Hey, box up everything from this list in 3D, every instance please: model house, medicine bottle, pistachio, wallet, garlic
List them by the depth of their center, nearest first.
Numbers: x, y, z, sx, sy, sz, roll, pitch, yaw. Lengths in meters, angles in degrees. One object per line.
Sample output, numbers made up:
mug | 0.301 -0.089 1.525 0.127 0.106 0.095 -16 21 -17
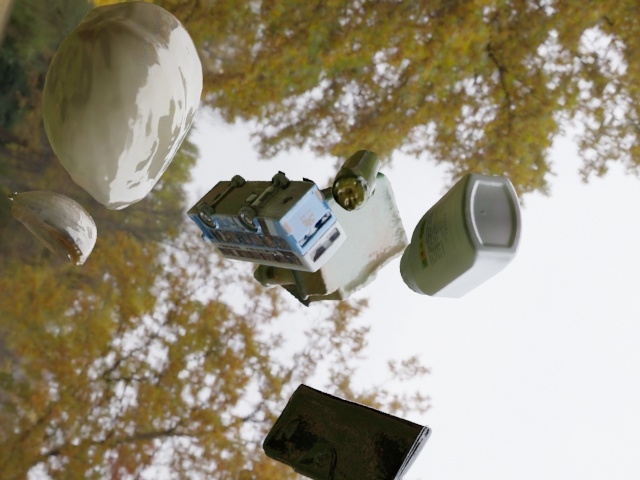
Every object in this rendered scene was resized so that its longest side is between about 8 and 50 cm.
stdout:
pistachio | -0.294 -0.194 1.250 0.208 0.226 0.332 52 -48 46
wallet | 0.034 0.365 1.541 0.317 0.045 0.172 10 -127 43
medicine bottle | 0.253 0.008 1.587 0.324 0.124 0.179 131 -39 -63
garlic | -0.501 -0.033 1.614 0.101 0.195 0.087 -30 -144 27
model house | 0.000 0.000 2.003 0.280 0.312 0.245 -4 -70 49

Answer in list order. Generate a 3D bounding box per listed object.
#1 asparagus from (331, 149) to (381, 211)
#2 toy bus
asparagus | 0.062 -0.107 1.382 0.278 0.067 0.060 -70 177 -72
toy bus | -0.095 -0.032 1.379 0.106 0.131 0.297 -47 -153 -23
